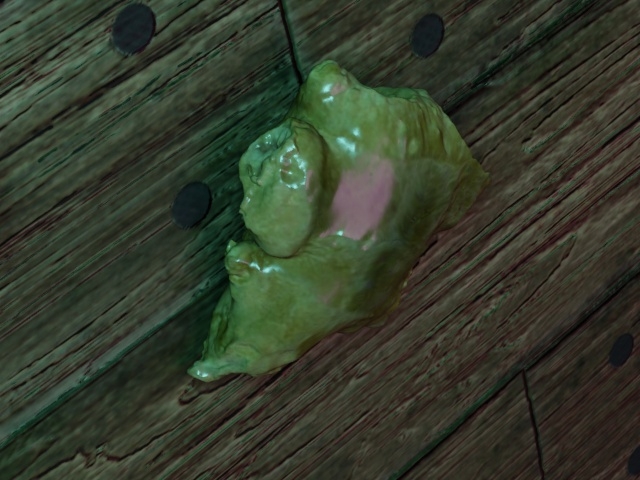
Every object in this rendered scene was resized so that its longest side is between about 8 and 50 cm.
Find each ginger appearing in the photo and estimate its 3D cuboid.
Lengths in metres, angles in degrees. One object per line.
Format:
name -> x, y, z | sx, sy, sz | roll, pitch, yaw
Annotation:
ginger -> 0.000, 0.000, 1.355 | 0.270, 0.123, 0.219 | -55, 140, -9
